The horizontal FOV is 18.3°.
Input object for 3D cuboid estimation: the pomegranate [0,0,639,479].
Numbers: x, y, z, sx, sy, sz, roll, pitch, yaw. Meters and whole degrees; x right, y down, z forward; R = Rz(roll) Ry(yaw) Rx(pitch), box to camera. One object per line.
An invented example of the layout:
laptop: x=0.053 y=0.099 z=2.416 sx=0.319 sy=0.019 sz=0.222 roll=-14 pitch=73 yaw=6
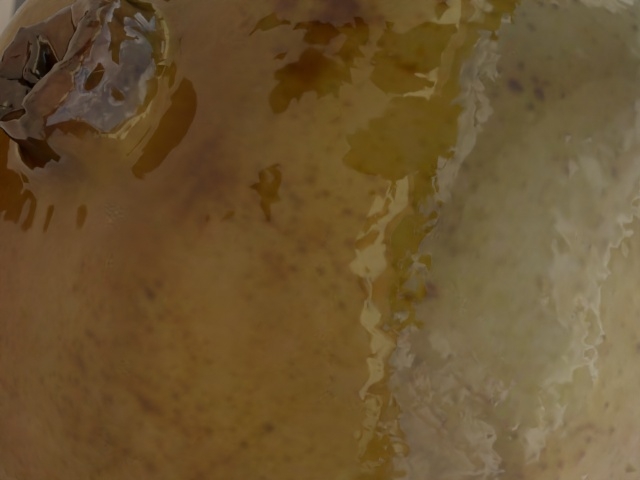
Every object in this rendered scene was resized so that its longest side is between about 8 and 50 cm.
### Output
pomegranate: x=0.000 y=0.000 z=0.926 sx=0.416 sy=0.417 sz=0.416 roll=-172 pitch=-90 yaw=-85
